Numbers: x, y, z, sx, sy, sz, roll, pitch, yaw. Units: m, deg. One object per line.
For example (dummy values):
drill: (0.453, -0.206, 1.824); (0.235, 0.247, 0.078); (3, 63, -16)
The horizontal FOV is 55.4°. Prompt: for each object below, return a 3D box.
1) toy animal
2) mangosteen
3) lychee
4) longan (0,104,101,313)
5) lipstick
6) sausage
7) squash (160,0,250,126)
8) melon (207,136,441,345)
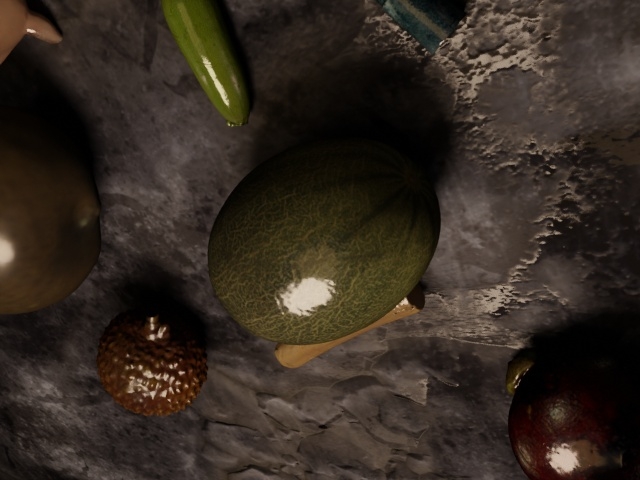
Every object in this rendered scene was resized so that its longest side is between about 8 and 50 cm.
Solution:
toy animal: (-0.501, -0.292, 0.811); (0.250, 0.153, 0.166); (-6, 165, 18)
mangosteen: (0.338, 0.228, 0.799); (0.216, 0.216, 0.216); (12, 129, 16)
lychee: (-0.297, 0.210, 1.077); (0.200, 0.200, 0.238); (22, 134, 8)
longan: (-0.479, -0.037, 0.914); (0.289, 0.288, 0.350); (27, 129, 3)
lipstick: (0.043, -0.287, 0.633); (0.234, 0.053, 0.053); (37, 131, -4)
sausage: (0.033, 0.132, 0.952); (0.301, 0.065, 0.066); (-33, 107, 36)
squash: (-0.136, -0.230, 0.751); (0.066, 0.066, 0.201); (-3, 126, 26)
melon: (0.000, 0.000, 0.747); (0.302, 0.237, 0.237); (-32, 108, 34)
